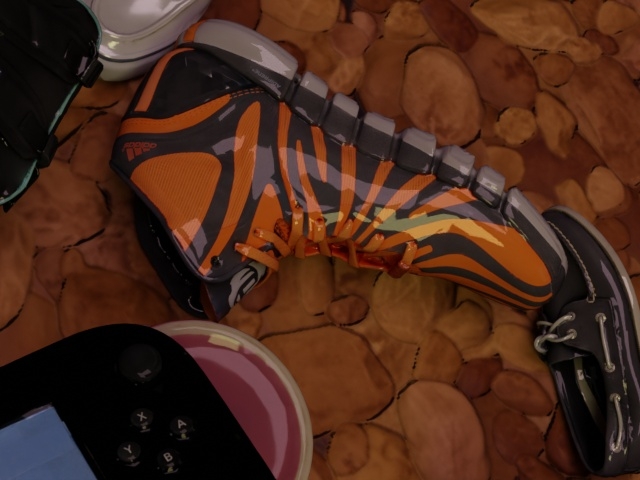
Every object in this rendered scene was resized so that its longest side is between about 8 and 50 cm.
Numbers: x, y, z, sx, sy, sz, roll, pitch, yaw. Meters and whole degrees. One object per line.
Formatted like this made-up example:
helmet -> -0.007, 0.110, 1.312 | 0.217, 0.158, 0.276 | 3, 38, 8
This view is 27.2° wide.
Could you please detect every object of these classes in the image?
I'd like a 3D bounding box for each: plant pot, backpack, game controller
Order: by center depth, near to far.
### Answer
game controller -> -0.173, 0.153, 0.575 | 0.319, 0.067, 0.166 | -25, 50, -23
plant pot -> -0.094, 0.132, 0.768 | 0.201, 0.180, 0.201 | 8, 66, -19
backpack -> -0.254, -0.117, 0.813 | 0.188, 0.144, 0.165 | 40, 60, -30

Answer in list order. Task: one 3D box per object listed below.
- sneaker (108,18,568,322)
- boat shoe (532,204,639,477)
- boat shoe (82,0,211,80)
sneaker -> 0.000, 0.000, 0.905 | 0.321, 0.124, 0.180 | 29, 66, 3
boat shoe -> 0.192, 0.074, 0.968 | 0.065, 0.075, 0.206 | -15, 81, -29
boat shoe -> -0.095, -0.224, 0.960 | 0.095, 0.084, 0.258 | 35, 61, -7
